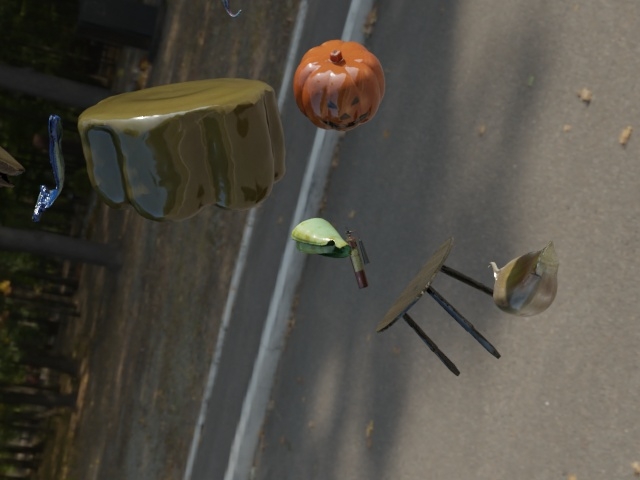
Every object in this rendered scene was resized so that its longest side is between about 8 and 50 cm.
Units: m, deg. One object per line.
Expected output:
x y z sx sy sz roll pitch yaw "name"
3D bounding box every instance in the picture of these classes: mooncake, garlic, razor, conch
-0.308 -0.220 1.847 0.467 0.467 0.262 -122 24 -66 "mooncake"
0.457 0.109 1.879 0.148 0.128 0.266 -51 17 -24 "garlic"
-0.590 -0.163 1.774 0.324 0.056 0.093 123 155 -49 "razor"
0.000 0.000 1.685 0.170 0.106 0.079 22 115 57 "conch"

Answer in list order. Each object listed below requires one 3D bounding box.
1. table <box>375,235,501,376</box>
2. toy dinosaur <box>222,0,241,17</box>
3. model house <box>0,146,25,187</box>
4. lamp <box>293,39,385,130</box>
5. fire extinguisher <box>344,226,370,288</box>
0.347 0.175 2.032 0.317 0.249 0.317 -52 -1 -1 "table"
-0.189 -0.448 1.370 0.080 0.045 0.197 -46 65 38 "toy dinosaur"
-0.664 -0.126 1.453 0.164 0.203 0.141 -46 52 4 "model house"
0.037 -0.321 1.628 0.164 0.188 0.187 82 -175 -53 "lamp"
0.103 0.044 2.178 0.049 0.035 0.173 -15 93 38 "fire extinguisher"
